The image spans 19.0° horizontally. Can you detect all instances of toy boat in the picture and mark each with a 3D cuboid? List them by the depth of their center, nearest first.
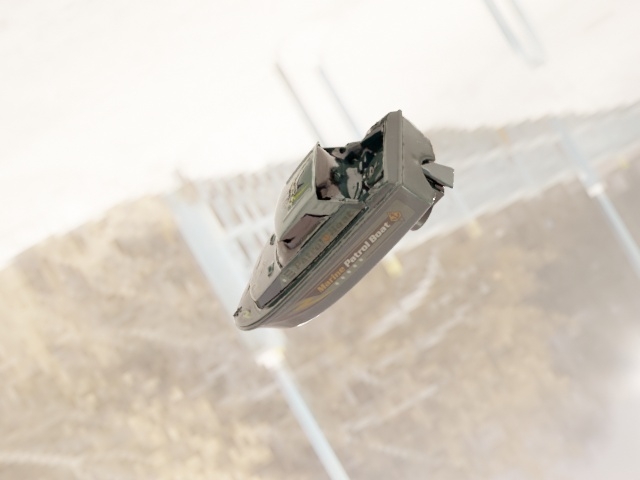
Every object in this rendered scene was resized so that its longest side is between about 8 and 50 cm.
[{"bbox_3d":[0.000,0.000,0.903,0.141,0.060,0.055,-46,-153,36],"label":"toy boat"}]
